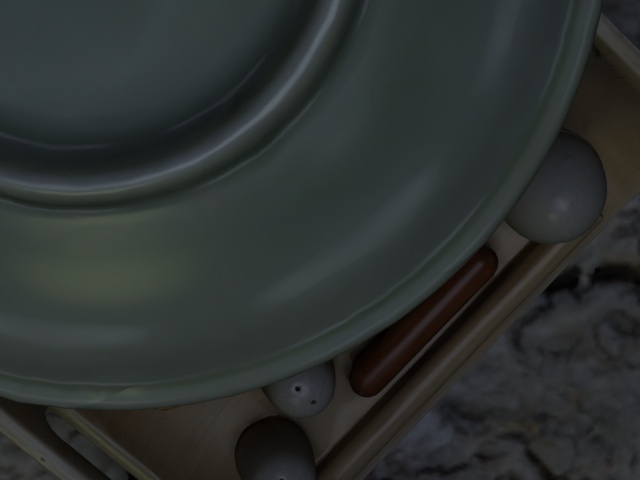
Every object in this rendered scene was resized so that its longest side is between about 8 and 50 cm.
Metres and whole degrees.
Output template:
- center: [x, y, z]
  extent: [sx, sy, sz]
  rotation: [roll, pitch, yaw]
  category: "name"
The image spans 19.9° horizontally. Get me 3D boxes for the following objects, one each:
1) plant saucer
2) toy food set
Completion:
- center: [-0.086, -0.124, 0.688]
  extent: [0.400, 0.100, 0.400]
  rotation: [0, 97, 2]
  category: "plant saucer"
- center: [0.000, 0.000, 0.788]
  extent: [0.220, 0.092, 0.306]
  rotation: [41, 96, -18]
  category: "toy food set"
